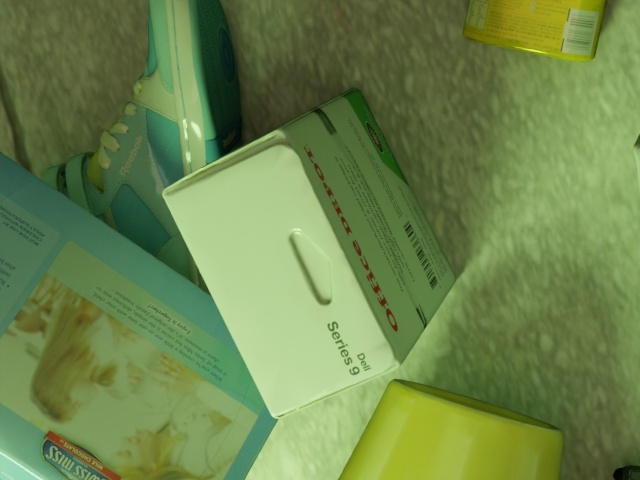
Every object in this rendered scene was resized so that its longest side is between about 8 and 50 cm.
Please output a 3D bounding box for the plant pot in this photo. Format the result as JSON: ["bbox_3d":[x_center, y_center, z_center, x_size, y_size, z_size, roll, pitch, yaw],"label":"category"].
[{"bbox_3d":[0.105,0.260,1.374,0.254,0.254,0.239,16,89,11],"label":"plant pot"}]

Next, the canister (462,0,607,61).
[{"bbox_3d":[0.196,-0.249,1.322,0.126,0.073,0.169,13,106,11],"label":"canister"}]

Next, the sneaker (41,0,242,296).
[{"bbox_3d":[-0.182,-0.091,1.423,0.208,0.127,0.319,-2,100,13],"label":"sneaker"}]

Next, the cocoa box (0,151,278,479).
[{"bbox_3d":[-0.234,0.129,1.347,0.347,0.231,0.228,35,150,-9],"label":"cocoa box"}]

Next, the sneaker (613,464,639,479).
[{"bbox_3d":[0.277,0.326,1.409,0.135,0.097,0.276,21,104,9],"label":"sneaker"}]

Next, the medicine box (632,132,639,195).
[{"bbox_3d":[0.346,0.025,1.227,0.149,0.289,0.263,-5,100,17],"label":"medicine box"}]

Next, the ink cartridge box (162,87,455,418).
[{"bbox_3d":[0.000,0.000,1.309,0.122,0.289,0.211,-25,94,17],"label":"ink cartridge box"}]
